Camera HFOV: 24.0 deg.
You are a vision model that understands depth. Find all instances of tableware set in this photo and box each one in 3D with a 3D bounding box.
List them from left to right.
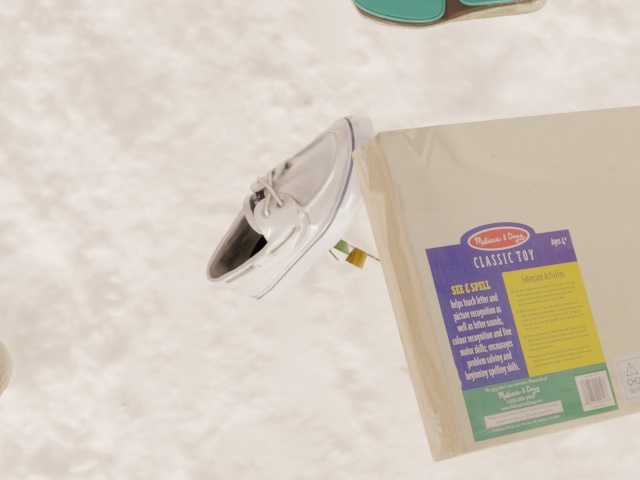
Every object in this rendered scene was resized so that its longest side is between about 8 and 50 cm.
[{"bbox_3d":[0.000,0.000,1.701,0.154,0.104,0.024,27,90,49],"label":"tableware set"}]

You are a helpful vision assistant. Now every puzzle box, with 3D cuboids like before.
[{"bbox_3d":[0.236,0.020,1.313,0.052,0.409,0.272,-29,71,56],"label":"puzzle box"}]

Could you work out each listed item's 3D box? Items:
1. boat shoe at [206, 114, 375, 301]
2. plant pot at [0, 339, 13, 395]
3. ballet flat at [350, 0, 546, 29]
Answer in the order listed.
[{"bbox_3d":[-0.033,-0.026,1.454,0.258,0.084,0.095,-57,36,39],"label":"boat shoe"},{"bbox_3d":[-0.484,0.037,1.329,0.334,0.334,0.305,-8,114,22],"label":"plant pot"},{"bbox_3d":[0.106,-0.195,1.231,0.168,0.052,0.057,-1,78,6],"label":"ballet flat"}]
